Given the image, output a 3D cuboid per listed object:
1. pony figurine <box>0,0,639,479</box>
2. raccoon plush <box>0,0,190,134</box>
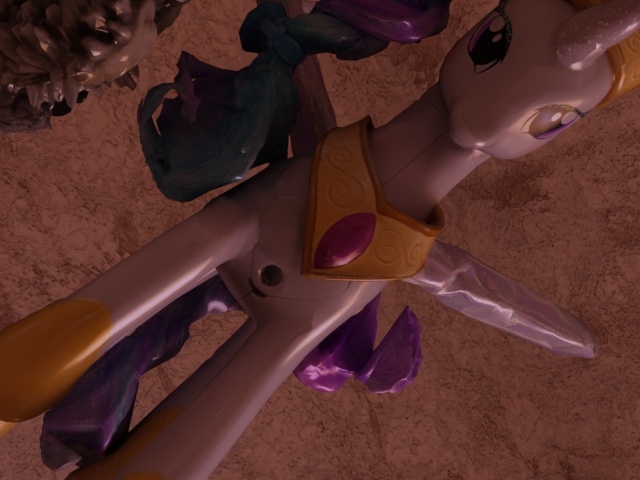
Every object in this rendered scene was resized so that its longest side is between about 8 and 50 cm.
[{"bbox_3d":[0.000,0.000,0.588,0.363,0.303,0.351,-40,-177,-3],"label":"pony figurine"},{"bbox_3d":[-0.235,-0.099,0.505,0.446,0.216,0.299,-26,-166,-9],"label":"raccoon plush"}]
